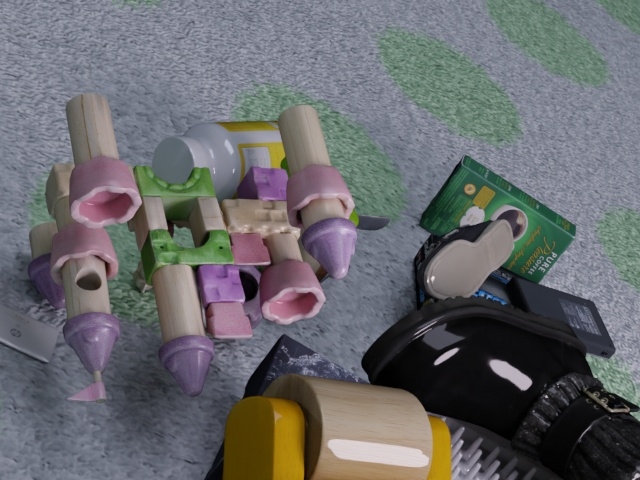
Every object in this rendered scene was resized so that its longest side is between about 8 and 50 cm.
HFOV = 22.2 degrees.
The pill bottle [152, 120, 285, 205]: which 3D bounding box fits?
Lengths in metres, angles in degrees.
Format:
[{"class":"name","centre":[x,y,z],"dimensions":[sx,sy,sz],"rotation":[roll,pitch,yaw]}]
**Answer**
[{"class":"pill bottle","centre":[-0.110,-0.091,1.960],"dimensions":[0.184,0.103,0.103],"rotation":[-6,50,-48]}]

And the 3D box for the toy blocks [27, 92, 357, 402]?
[{"class":"toy blocks","centre":[-0.132,0.049,1.610],"dimensions":[0.288,0.309,0.260],"rotation":[0,56,-24]}]

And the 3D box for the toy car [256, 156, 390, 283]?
[{"class":"toy car","centre":[0.000,0.000,1.914],"dimensions":[0.188,0.155,0.149],"rotation":[16,34,-51]}]

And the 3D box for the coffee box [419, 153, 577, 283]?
[{"class":"coffee box","centre":[0.239,-0.020,2.195],"dimensions":[0.184,0.113,0.040],"rotation":[31,28,-4]}]

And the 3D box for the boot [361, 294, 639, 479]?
[{"class":"boot","centre":[0.228,0.195,1.733],"dimensions":[0.348,0.131,0.260],"rotation":[6,40,-41]}]

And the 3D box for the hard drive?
[{"class":"hard drive","centre":[0.306,0.098,2.078],"dimensions":[0.135,0.022,0.094],"rotation":[18,36,-30]}]

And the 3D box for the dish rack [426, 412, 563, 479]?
[{"class":"dish rack","centre":[0.178,0.307,1.720],"dimensions":[0.285,0.072,0.333],"rotation":[29,31,-8]}]

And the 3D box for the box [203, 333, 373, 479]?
[{"class":"box","centre":[-0.011,0.205,1.634],"dimensions":[0.158,0.093,0.156],"rotation":[30,42,-7]}]

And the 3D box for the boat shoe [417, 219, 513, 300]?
[{"class":"boat shoe","centre":[0.168,0.025,2.032],"dimensions":[0.065,0.075,0.206],"rotation":[0,18,35]}]

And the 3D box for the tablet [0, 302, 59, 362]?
[{"class":"tablet","centre":[-0.302,0.088,1.622],"dimensions":[0.083,0.006,0.054],"rotation":[26,32,-14]}]

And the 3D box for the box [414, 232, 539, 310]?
[{"class":"box","centre":[0.224,0.099,2.071],"dimensions":[0.220,0.051,0.175],"rotation":[26,32,-15]}]

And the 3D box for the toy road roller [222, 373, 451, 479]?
[{"class":"toy road roller","centre":[0.056,0.274,1.408],"dimensions":[0.202,0.240,0.330],"rotation":[11,71,-35]}]
